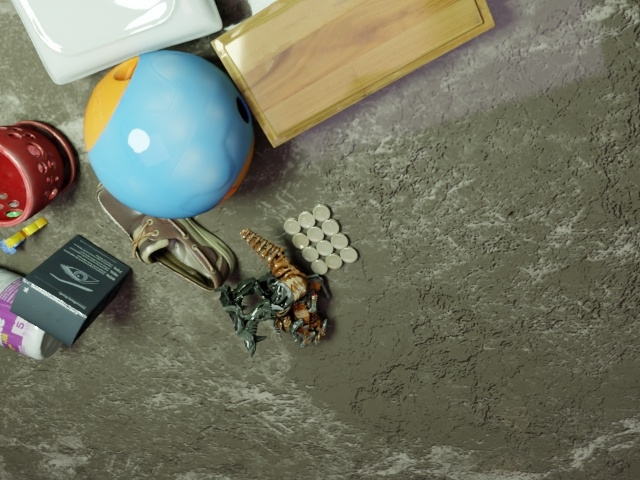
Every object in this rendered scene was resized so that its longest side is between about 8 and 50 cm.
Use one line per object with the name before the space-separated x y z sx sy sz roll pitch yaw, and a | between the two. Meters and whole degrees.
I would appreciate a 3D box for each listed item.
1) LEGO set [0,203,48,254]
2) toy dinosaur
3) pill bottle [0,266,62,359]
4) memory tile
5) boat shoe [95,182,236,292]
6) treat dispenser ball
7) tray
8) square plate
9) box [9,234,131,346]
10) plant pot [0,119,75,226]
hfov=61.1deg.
LEGO set | -0.715 -0.021 1.247 0.227 0.093 0.087 -29 108 24
toy dinosaur | -0.098 0.112 1.155 0.218 0.164 0.322 -30 103 -10
pill bottle | -0.770 0.159 1.311 0.301 0.169 0.169 22 120 1
memory tile | 0.000 0.000 1.148 0.113 0.012 0.148 -25 110 23
boat shoe | -0.341 -0.007 1.155 0.342 0.123 0.123 40 118 -10
treat dispenser ball | -0.259 -0.181 0.951 0.288 0.288 0.288 5 118 10
tray | 0.049 -0.341 0.893 0.411 0.076 0.203 -26 109 16
square plate | -0.378 -0.453 0.861 0.347 0.049 0.344 -13 119 15
box | -0.552 0.107 1.213 0.153 0.207 0.108 35 119 -7
plant pot | -0.623 -0.148 1.113 0.191 0.174 0.191 5 119 9
